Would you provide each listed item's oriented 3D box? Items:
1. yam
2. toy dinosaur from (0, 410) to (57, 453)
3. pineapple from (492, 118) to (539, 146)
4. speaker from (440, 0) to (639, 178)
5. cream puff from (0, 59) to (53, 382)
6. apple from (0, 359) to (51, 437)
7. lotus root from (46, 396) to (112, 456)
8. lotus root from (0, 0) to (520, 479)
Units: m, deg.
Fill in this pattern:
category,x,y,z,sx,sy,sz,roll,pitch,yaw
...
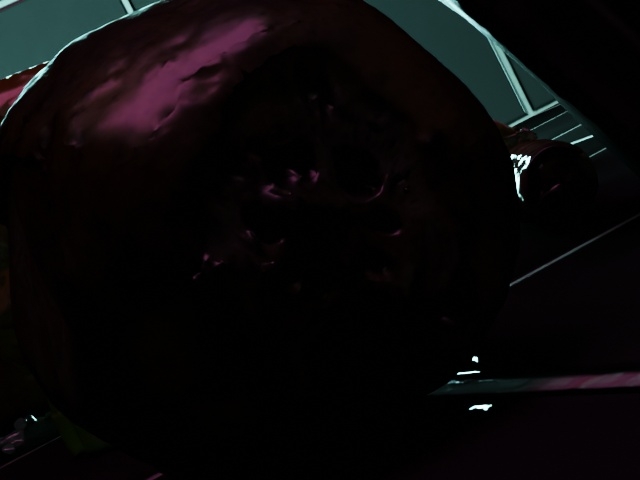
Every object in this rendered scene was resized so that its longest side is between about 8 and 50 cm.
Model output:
category,x,y,z,sx,sy,sz,roll,pitch,yaw
yam,0.115,-0.032,1.039,0.046,0.046,0.264,-27,3,1
toy dinosaur,-0.197,0.130,1.296,0.083,0.021,0.062,-22,-4,16
pineapple,0.080,-0.086,1.363,0.221,0.221,0.047,-88,22,-88
speaker,0.197,-0.192,0.845,0.388,0.180,0.184,-52,6,-11
cream puff,-0.143,-0.016,1.311,0.343,0.231,0.327,-20,8,9
apple,-0.266,0.069,1.507,0.181,0.181,0.168,-28,-3,-24
lotus root,-0.094,0.006,1.039,0.186,0.186,0.186,-27,2,1
lotus root,-0.029,-0.005,0.643,0.152,0.160,0.275,-38,5,-18
